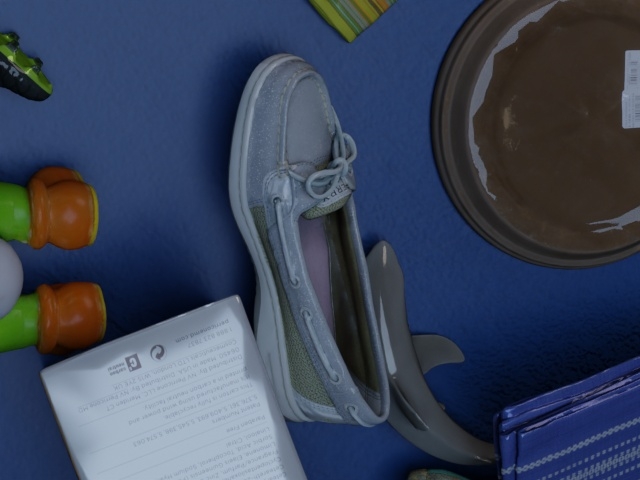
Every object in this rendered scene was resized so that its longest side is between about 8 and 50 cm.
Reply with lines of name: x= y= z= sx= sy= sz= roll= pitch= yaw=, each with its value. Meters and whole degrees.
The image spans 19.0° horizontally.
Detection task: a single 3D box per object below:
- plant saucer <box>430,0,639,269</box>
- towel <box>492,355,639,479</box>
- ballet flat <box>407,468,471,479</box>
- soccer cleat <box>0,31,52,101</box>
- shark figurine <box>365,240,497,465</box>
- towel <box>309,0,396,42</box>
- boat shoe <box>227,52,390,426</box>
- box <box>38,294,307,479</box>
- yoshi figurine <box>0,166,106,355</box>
plant saucer: x=0.235 y=-0.107 z=1.692 sx=0.277 sy=0.041 sz=0.278 roll=-2 pitch=101 yaw=-13
towel: x=0.257 y=0.245 z=1.696 sx=0.243 sy=0.040 sz=0.336 roll=-20 pitch=128 yaw=-22
ballet flat: x=0.046 y=0.361 z=1.713 sx=0.123 sy=0.123 sz=0.349 roll=26 pitch=95 yaw=-17
soccer cleat: x=-0.302 y=-0.158 z=1.550 sx=0.179 sy=0.060 sz=0.072 roll=34 pitch=101 yaw=-11
shark figurine: x=0.107 y=0.152 z=1.677 sx=0.278 sy=0.116 sz=0.166 roll=40 pitch=91 yaw=-15
towel: x=0.078 y=-0.282 z=1.632 sx=0.237 sy=0.021 sz=0.102 roll=-43 pitch=113 yaw=-3
boat shoe: x=-0.001 y=0.002 z=1.599 sx=0.118 sy=0.103 sz=0.320 roll=-21 pitch=111 yaw=-55
box: x=-0.091 y=0.235 z=1.550 sx=0.168 sy=0.215 sz=0.345 roll=-21 pitch=89 yaw=-8
yoshi figurine: x=-0.369 y=0.031 z=1.537 sx=0.362 sy=0.204 sz=0.203 roll=-6 pitch=143 yaw=-26
